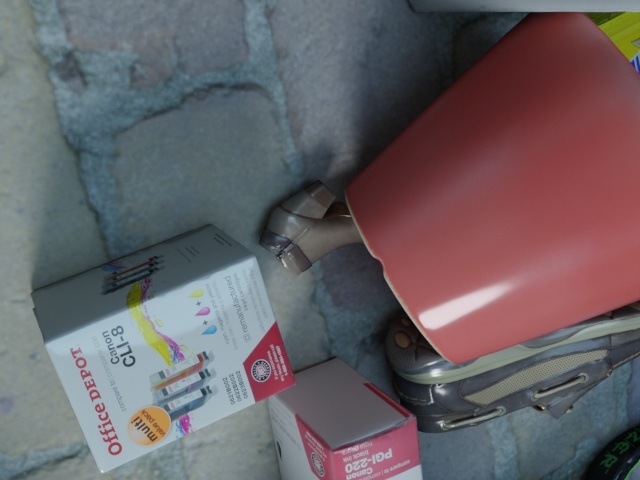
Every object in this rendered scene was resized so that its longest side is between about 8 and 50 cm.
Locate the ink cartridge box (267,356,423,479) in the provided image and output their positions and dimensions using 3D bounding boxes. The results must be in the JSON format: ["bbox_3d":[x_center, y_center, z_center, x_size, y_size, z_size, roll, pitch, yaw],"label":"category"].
[{"bbox_3d":[0.028,0.249,0.775,0.092,0.158,0.218,-17,109,-22],"label":"ink cartridge box"}]

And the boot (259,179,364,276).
[{"bbox_3d":[0.000,0.000,0.771,0.118,0.042,0.087,40,91,-26],"label":"boot"}]

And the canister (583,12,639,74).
[{"bbox_3d":[0.315,-0.163,0.853,0.126,0.073,0.170,-29,115,-15],"label":"canister"}]

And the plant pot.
[{"bbox_3d":[0.173,-0.032,0.707,0.243,0.275,0.275,-32,116,11],"label":"plant pot"}]

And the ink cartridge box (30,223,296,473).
[{"bbox_3d":[-0.136,0.084,0.676,0.176,0.127,0.128,-23,112,-17],"label":"ink cartridge box"}]

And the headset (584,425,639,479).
[{"bbox_3d":[0.481,0.431,1.015,0.243,0.185,0.394,-25,101,-17],"label":"headset"}]

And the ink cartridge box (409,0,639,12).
[{"bbox_3d":[0.297,-0.302,0.677,0.385,0.308,0.091,-29,114,-16],"label":"ink cartridge box"}]

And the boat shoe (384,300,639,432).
[{"bbox_3d":[0.236,0.118,0.871,0.355,0.132,0.130,-9,117,-13],"label":"boat shoe"}]
